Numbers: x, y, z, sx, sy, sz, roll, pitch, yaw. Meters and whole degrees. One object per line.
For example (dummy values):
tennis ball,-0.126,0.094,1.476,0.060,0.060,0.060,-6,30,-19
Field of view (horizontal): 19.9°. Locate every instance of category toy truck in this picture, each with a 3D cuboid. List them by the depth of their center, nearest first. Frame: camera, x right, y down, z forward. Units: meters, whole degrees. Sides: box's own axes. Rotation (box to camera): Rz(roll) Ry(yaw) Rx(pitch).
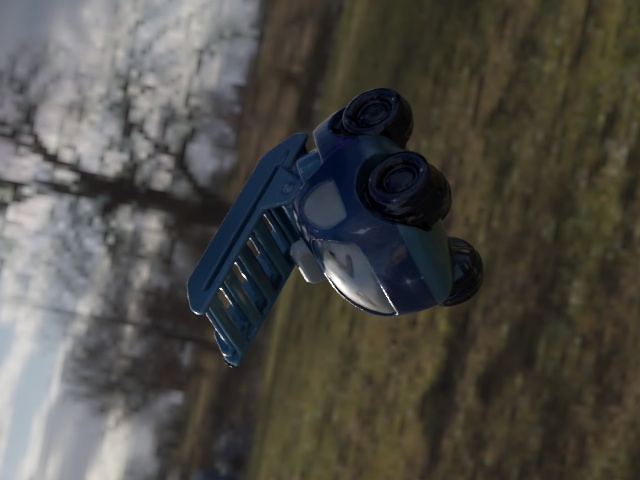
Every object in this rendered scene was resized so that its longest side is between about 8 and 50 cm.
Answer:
toy truck,0.000,0.000,0.580,0.056,0.090,0.073,59,-173,-43
